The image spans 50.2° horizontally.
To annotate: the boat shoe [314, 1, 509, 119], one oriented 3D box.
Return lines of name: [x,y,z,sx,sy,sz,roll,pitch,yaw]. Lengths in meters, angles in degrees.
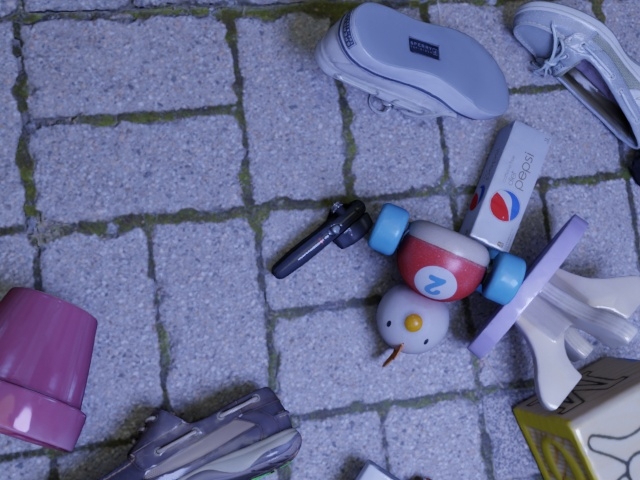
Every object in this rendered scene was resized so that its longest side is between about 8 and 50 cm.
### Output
boat shoe: [0.141,-0.258,1.100,0.367,0.156,0.135,5,77,-39]

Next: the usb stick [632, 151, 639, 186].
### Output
usb stick: [0.646,-0.210,1.216,0.278,0.045,0.077,-50,125,-11]

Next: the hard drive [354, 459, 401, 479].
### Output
hard drive: [0.073,0.539,1.005,0.233,0.047,0.353,33,87,2]

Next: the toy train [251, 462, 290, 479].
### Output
toy train: [-0.083,0.349,1.048,0.083,0.017,0.023,-25,99,-12]

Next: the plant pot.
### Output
plant pot: [-0.401,0.171,0.933,0.201,0.201,0.180,20,65,-7]

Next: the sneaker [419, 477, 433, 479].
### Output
sneaker: [0.185,0.457,1.070,0.067,0.064,0.175,-30,85,10]

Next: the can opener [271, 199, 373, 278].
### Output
can opener: [0.000,0.000,1.079,0.186,0.059,0.073,-36,91,-12]

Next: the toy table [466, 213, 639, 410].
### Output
toy table: [0.373,0.111,1.053,0.161,0.252,0.274,40,91,12]

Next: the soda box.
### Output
soda box: [0.305,-0.085,1.138,0.074,0.069,0.216,25,79,-6]

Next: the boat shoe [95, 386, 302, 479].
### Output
boat shoe: [-0.208,0.313,0.988,0.355,0.132,0.130,-16,66,-15]

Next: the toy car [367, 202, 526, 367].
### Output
toy car: [0.152,0.093,1.035,0.219,0.210,0.238,23,93,5]

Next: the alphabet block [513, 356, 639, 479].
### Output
alphabet block: [0.455,0.310,1.058,0.197,0.193,0.192,-24,87,-12]

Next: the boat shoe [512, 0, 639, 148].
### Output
boat shoe: [0.454,-0.285,1.166,0.320,0.118,0.103,35,78,-13]
